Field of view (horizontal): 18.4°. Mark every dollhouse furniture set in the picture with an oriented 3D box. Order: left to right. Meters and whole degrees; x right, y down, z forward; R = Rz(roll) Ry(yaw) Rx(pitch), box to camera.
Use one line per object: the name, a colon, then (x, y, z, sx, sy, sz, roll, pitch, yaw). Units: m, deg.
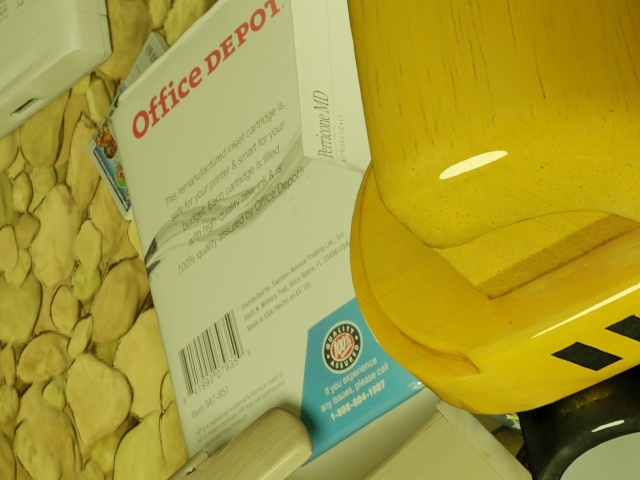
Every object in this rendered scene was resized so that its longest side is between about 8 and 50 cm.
dollhouse furniture set: (0.082, 0.255, 1.120, 0.198, 0.303, 0.286, -39, 29, -3)

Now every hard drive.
hard drive: (-0.278, -0.276, 1.706, 0.233, 0.047, 0.353, -29, 65, 45)

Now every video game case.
video game case: (-0.138, -0.089, 1.542, 0.122, 0.011, 0.087, -57, 48, 29)

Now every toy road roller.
toy road roller: (0.157, -0.046, 0.792, 0.329, 0.240, 0.202, -28, 47, 23)

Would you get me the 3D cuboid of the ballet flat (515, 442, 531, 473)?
ballet flat: (0.207, 0.096, 1.035, 0.280, 0.096, 0.095, -32, 81, 44)

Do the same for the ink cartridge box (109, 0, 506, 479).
ink cartridge box: (0.000, 0.000, 1.272, 0.223, 0.129, 0.307, -37, 58, 42)

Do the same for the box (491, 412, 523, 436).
box: (0.188, -0.005, 1.006, 0.183, 0.059, 0.233, -2, 53, 57)

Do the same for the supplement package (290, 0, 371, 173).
supplement package: (0.083, -0.169, 0.991, 0.145, 0.262, 0.204, 16, 64, 11)
